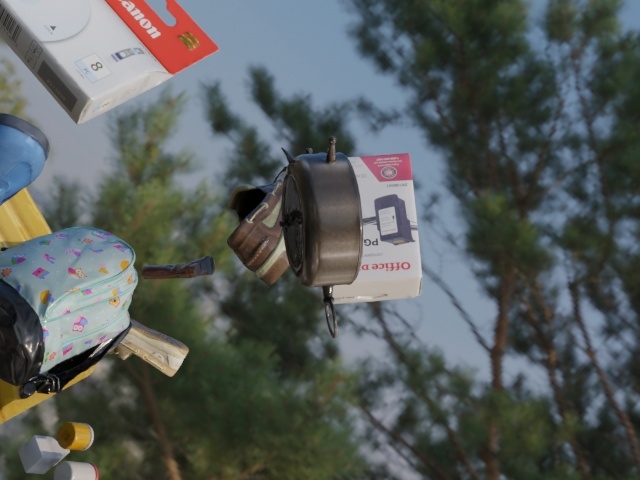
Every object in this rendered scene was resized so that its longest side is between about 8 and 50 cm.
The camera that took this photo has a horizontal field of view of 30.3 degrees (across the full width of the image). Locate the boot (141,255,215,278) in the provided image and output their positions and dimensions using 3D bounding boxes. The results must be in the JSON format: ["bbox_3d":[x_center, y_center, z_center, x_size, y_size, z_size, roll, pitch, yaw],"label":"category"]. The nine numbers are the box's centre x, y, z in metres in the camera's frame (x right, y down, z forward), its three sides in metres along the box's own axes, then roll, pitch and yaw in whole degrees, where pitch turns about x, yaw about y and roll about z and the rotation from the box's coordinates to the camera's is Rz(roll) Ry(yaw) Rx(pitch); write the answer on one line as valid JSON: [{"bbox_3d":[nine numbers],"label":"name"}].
[{"bbox_3d":[-0.259,0.052,2.146,0.106,0.114,0.037,-8,92,-70],"label":"boot"}]

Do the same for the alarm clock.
[{"bbox_3d":[0.000,0.000,1.146,0.129,0.064,0.192,168,-86,-77],"label":"alarm clock"}]

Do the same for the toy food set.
[{"bbox_3d":[-0.391,0.361,1.736,0.104,0.232,0.111,21,32,-53],"label":"toy food set"}]

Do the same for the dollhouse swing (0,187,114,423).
[{"bbox_3d":[-0.553,0.082,1.877,0.304,0.347,0.315,65,-7,-28],"label":"dollhouse swing"}]

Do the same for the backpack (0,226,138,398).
[{"bbox_3d":[-0.265,0.061,1.183,0.152,0.182,0.115,36,-54,26],"label":"backpack"}]

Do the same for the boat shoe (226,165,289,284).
[{"bbox_3d":[-0.068,-0.046,1.526,0.095,0.095,0.257,34,22,-11],"label":"boat shoe"}]

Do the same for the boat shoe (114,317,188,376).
[{"bbox_3d":[-0.287,0.155,1.793,0.170,0.059,0.063,24,4,8],"label":"boat shoe"}]

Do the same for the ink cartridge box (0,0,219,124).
[{"bbox_3d":[-0.398,-0.418,2.195,0.308,0.385,0.091,48,-40,6],"label":"ink cartridge box"}]

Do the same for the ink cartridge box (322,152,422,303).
[{"bbox_3d":[0.080,-0.021,2.047,0.100,0.172,0.237,86,0,-68],"label":"ink cartridge box"}]

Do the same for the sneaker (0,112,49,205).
[{"bbox_3d":[-0.296,-0.037,0.992,0.069,0.082,0.209,36,-39,-26],"label":"sneaker"}]
